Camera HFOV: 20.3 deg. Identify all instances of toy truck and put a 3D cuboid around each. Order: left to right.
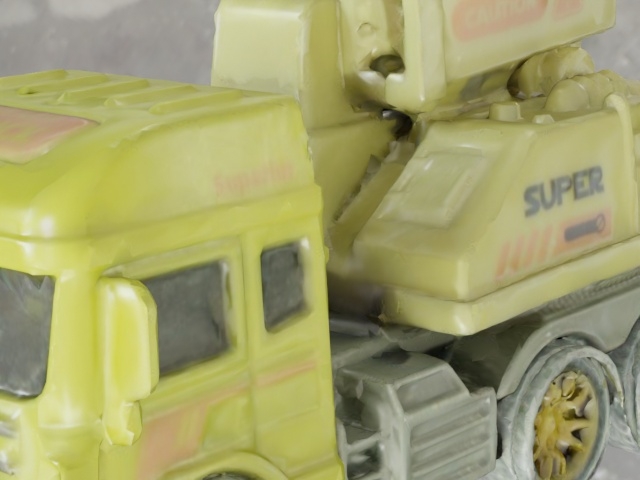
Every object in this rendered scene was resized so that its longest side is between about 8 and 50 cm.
[{"bbox_3d":[0.000,0.000,0.486,0.272,0.124,0.157,-16,109,-44],"label":"toy truck"}]
